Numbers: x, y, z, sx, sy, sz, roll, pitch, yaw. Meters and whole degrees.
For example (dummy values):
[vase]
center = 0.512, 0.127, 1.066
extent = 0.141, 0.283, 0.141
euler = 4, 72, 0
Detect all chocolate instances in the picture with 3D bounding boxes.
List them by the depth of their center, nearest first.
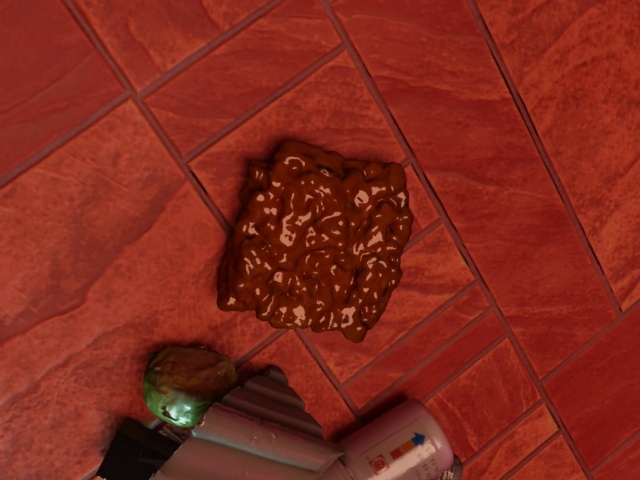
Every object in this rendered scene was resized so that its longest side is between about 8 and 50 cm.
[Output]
[chocolate]
center = 0.236, 0.498, 1.769
extent = 0.072, 0.072, 0.167
euler = 12, 99, -25

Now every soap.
[soap]
center = -0.152, 0.294, 1.432
extent = 0.302, 0.258, 0.159
euler = 29, 103, -37

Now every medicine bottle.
[medicine bottle]
center = 0.106, 0.414, 1.645
extent = 0.254, 0.152, 0.152
euler = -30, 115, -10

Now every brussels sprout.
[brussels sprout]
center = -0.217, 0.249, 1.469
extent = 0.151, 0.149, 0.122
euler = 7, 120, -8

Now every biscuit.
[biscuit]
center = 0.000, 0.000, 1.497
extent = 0.312, 0.110, 0.318
euler = 12, 101, -24

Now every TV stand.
[TV stand]
center = -0.227, 0.400, 1.485
extent = 0.269, 0.083, 0.088
euler = 26, 95, -3
